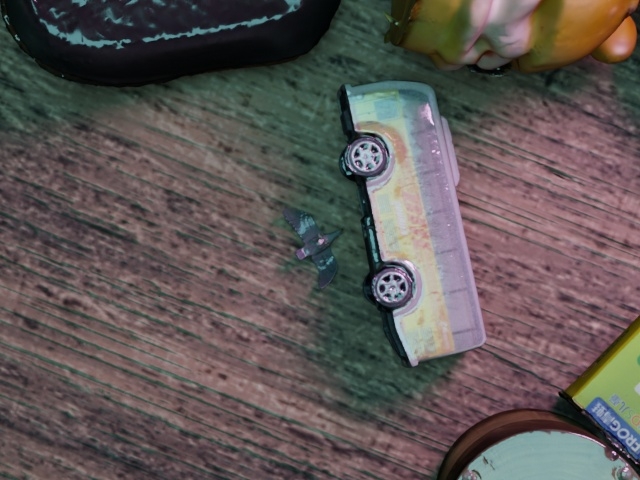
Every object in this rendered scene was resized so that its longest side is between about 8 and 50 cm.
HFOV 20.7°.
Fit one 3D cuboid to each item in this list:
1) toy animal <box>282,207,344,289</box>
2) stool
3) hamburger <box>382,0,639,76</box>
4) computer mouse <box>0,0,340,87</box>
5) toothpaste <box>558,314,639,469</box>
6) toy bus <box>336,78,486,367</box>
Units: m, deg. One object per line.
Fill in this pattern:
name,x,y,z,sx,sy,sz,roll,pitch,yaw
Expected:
toy animal,0.000,0.000,1.658,0.050,0.028,0.084,-25,88,11
stool,0.189,0.242,1.524,0.179,0.264,0.179,0,89,3
hamburger,0.188,-0.268,1.545,0.237,0.276,0.276,12,89,-7
computer mouse,-0.134,-0.239,1.630,0.323,0.116,0.182,-8,85,-4
toothpaste,0.373,0.214,1.608,0.327,0.077,0.110,44,89,3
toy bus,0.082,-0.019,1.627,0.106,0.092,0.268,-12,88,-6
